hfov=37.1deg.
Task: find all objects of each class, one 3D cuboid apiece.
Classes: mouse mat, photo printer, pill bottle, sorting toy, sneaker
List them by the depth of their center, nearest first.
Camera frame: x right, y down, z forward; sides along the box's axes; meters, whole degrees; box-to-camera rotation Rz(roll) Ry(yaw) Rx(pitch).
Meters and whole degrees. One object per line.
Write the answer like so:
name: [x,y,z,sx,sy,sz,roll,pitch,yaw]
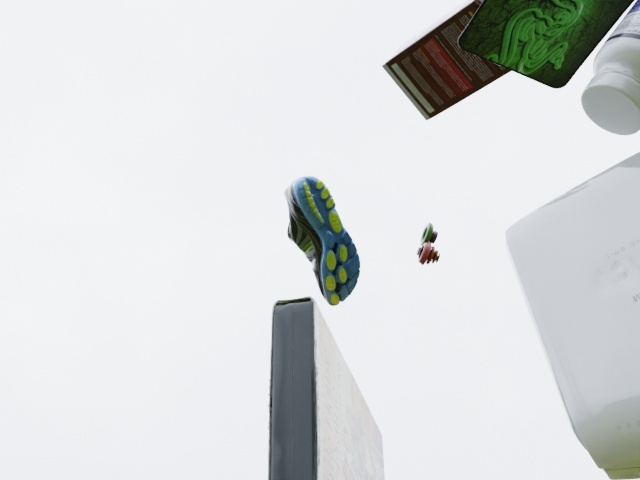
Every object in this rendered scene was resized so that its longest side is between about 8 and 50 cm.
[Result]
photo printer: [0.327,0.061,0.896,0.256,0.307,0.107,-30,-47,21]
pill bottle: [0.342,-0.191,0.986,0.169,0.094,0.094,-50,-35,-20]
mouse mat: [0.266,-0.266,1.101,0.153,0.007,0.189,20,-43,-13]
sneaker: [0.000,0.000,1.341,0.067,0.188,0.078,-24,9,-29]
sorting toy: [0.223,0.014,1.918,0.042,0.102,0.061,20,-41,-5]

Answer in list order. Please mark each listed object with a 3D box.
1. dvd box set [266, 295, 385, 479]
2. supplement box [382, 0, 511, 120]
dvd box set: [0.021,0.311,1.271,0.062,0.307,0.420,-10,-38,11]
supplement box: [0.228,-0.309,1.580,0.130,0.073,0.239,49,-37,-12]
